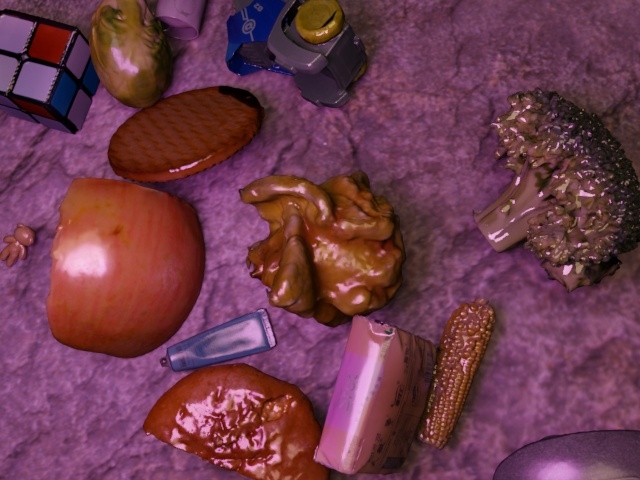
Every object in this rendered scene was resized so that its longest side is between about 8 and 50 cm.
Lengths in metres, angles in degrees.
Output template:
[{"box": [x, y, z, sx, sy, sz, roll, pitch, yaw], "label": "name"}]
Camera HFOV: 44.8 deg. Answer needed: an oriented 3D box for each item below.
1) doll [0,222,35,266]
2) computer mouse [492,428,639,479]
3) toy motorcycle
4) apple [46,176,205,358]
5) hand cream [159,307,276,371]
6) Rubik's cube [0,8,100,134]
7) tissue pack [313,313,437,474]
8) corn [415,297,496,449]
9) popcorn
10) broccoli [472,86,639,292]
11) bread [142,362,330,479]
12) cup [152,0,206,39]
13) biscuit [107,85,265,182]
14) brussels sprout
[{"box": [-0.620, 0.008, 1.580, 0.093, 0.051, 0.061, -45, 84, -4], "label": "doll"}, {"box": [0.488, 0.429, 1.345, 0.374, 0.114, 0.203, -11, 77, 4], "label": "computer mouse"}, {"box": [-0.079, -0.400, 1.571, 0.327, 0.191, 0.199, 31, 85, 27], "label": "toy motorcycle"}, {"box": [-0.385, 0.059, 1.484, 0.252, 0.314, 0.308, -14, 66, 45], "label": "apple"}, {"box": [-0.202, 0.201, 1.505, 0.224, 0.048, 0.083, -17, 76, -5], "label": "hand cream"}, {"box": [-0.575, -0.345, 1.599, 0.180, 0.167, 0.183, 19, 81, 9], "label": "Rubik's cube"}, {"box": [0.105, 0.275, 1.349, 0.123, 0.215, 0.256, 9, 79, 33], "label": "tissue pack"}, {"box": [0.246, 0.238, 1.428, 0.087, 0.086, 0.288, 20, 80, 10], "label": "corn"}, {"box": [0.005, -0.003, 1.388, 0.290, 0.321, 0.325, -40, 95, -4], "label": "popcorn"}, {"box": [0.435, -0.093, 1.401, 0.339, 0.277, 0.317, 29, 101, 20], "label": "broccoli"}, {"box": [-0.123, 0.327, 1.393, 0.340, 0.194, 0.178, 19, 74, 8], "label": "bread"}, {"box": [-0.307, -0.510, 1.633, 0.136, 0.099, 0.133, 20, 76, -35], "label": "cup"}, {"box": [-0.263, -0.210, 1.517, 0.318, 0.040, 0.317, -11, 37, 8], "label": "biscuit"}, {"box": [-0.384, -0.374, 1.560, 0.161, 0.223, 0.223, -17, 76, 4], "label": "brussels sprout"}]
